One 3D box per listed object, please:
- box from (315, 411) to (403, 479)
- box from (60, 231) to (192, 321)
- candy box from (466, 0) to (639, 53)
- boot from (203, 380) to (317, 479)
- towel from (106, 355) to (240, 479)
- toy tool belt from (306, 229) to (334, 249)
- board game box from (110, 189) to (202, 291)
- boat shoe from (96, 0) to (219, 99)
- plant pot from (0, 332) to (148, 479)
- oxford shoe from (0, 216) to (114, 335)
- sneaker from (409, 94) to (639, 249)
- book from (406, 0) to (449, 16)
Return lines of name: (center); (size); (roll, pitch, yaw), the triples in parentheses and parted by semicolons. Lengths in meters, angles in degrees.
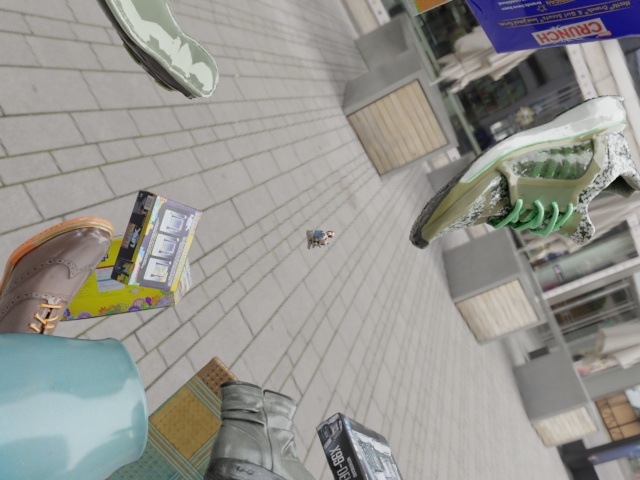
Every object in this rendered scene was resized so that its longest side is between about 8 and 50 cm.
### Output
box: (0.125, 0.577, 1.372); (0.242, 0.077, 0.307); (42, 17, -44)
box: (-0.493, 0.072, 1.477); (0.279, 0.290, 0.176); (-134, -144, -83)
candy box: (0.315, -0.420, 0.818); (0.317, 0.268, 0.122); (41, 67, -40)
boot: (-0.048, 0.305, 0.871); (0.247, 0.083, 0.161); (31, 42, -21)
towel: (-0.287, 0.487, 1.362); (0.271, 0.370, 0.040); (46, -3, 7)
toy tool belt: (0.000, 0.000, 1.476); (0.052, 0.083, 0.051); (1, 92, -51)
board game box: (-0.305, 0.005, 1.114); (0.141, 0.048, 0.170); (24, 83, -65)
boat shoe: (-0.214, -0.256, 0.727); (0.227, 0.069, 0.081); (50, 56, -54)
plant pot: (-0.380, 0.242, 0.775); (0.255, 0.272, 0.271); (-6, 69, -41)
oxford shoe: (-0.439, 0.109, 0.929); (0.130, 0.364, 0.132); (20, 32, -55)
sneaker: (0.322, -0.065, 0.862); (0.182, 0.411, 0.158); (60, -15, 11)
book: (0.277, -0.630, 1.470); (0.096, 0.144, 0.035); (56, 46, -29)
